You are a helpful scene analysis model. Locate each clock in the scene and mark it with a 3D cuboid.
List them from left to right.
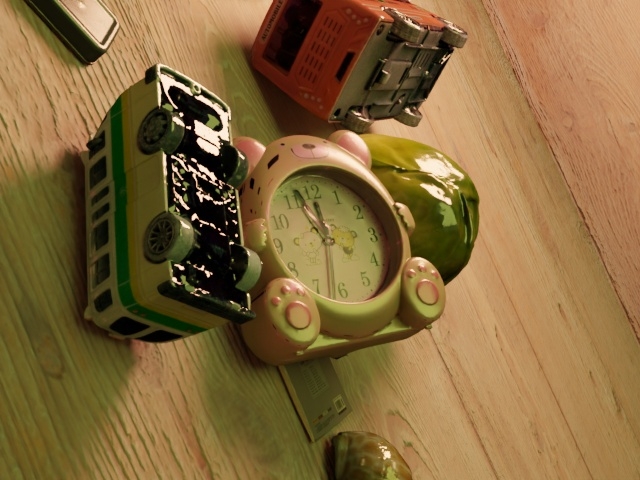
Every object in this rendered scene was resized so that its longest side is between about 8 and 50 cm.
[{"bbox_3d":[0.000,0.000,1.282,0.284,0.114,0.309,-8,70,-31],"label":"clock"}]

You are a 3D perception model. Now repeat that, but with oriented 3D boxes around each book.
[{"bbox_3d":[-0.018,0.173,1.311,0.127,0.014,0.182,-23,89,-63],"label":"book"}]

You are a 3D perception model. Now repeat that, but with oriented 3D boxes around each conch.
[{"bbox_3d":[0.078,0.323,1.272,0.116,0.106,0.173,61,6,-52],"label":"conch"}]

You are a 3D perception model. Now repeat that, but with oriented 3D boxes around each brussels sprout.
[{"bbox_3d":[0.127,-0.037,1.507,0.294,0.227,0.259,35,21,26],"label":"brussels sprout"}]

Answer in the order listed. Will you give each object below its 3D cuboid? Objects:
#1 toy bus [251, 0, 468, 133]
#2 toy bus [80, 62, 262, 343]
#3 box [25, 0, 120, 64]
[{"bbox_3d":[0.074,-0.327,1.647,0.233,0.203,0.427,35,21,16],"label":"toy bus"},{"bbox_3d":[-0.172,-0.032,1.035,0.133,0.164,0.276,29,44,-48],"label":"toy bus"},{"bbox_3d":[-0.298,-0.281,1.156,0.126,0.031,0.091,49,31,-27],"label":"box"}]
